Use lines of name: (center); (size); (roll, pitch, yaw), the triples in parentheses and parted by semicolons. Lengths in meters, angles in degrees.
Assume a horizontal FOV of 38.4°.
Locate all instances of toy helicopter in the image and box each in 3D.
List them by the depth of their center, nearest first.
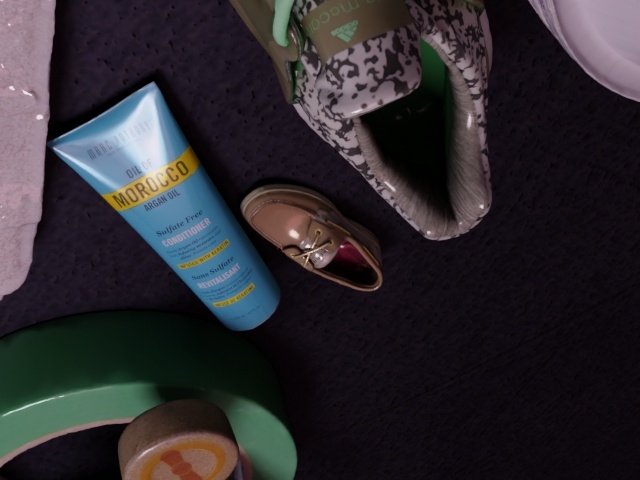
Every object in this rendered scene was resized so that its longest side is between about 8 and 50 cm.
toy helicopter: (-0.117, 0.251, 0.731); (0.235, 0.140, 0.355); (0, 132, -22)

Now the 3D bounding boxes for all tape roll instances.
tape roll: (-0.183, 0.193, 0.801); (0.321, 0.077, 0.321); (-9, 137, -9)

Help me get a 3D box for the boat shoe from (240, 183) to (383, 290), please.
boat shoe: (0.000, 0.000, 0.685); (0.135, 0.045, 0.050); (23, 123, -36)

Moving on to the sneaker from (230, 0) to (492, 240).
sneaker: (0.006, -0.146, 0.432); (0.158, 0.182, 0.410); (-30, 136, 12)

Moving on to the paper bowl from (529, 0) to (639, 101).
paper bowl: (0.249, -0.195, 0.496); (0.284, 0.148, 0.284); (-11, 137, -10)

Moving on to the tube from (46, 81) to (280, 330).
tube: (-0.095, -0.016, 0.639); (0.080, 0.052, 0.207); (-31, 131, 3)

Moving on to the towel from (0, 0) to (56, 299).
towel: (-0.255, -0.063, 0.528); (0.187, 0.049, 0.282); (0, 134, -21)
